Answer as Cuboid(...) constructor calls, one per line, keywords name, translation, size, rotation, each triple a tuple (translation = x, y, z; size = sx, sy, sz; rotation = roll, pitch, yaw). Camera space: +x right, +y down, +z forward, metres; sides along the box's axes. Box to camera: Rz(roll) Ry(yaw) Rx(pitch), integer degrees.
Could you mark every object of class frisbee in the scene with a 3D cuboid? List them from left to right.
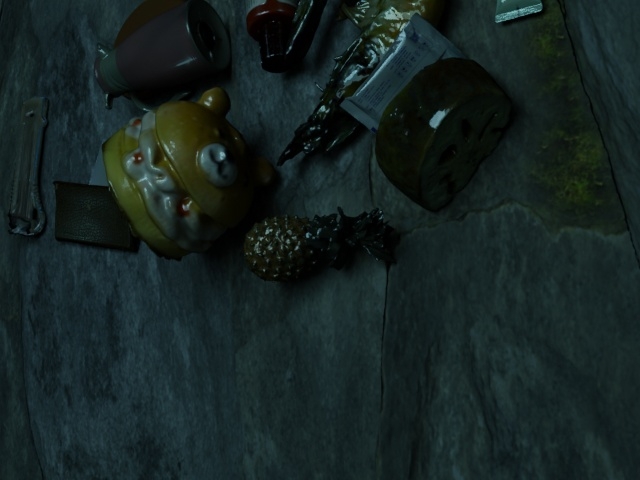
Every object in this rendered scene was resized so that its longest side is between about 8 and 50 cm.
Cuboid(name="frisbee", translation=(-0.363, -0.418, 1.856), size=(0.251, 0.021, 0.250), rotation=(-12, 69, 33))

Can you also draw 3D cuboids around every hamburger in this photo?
Cuboid(name="hamburger", translation=(-0.222, -0.122, 1.521), size=(0.237, 0.276, 0.276), rotation=(-28, 60, 13))

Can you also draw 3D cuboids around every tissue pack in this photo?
Cuboid(name="tissue pack", translation=(0.138, -0.254, 1.401), size=(0.123, 0.026, 0.193), rotation=(39, 104, -5))

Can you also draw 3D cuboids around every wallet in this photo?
Cuboid(name="wallet", translation=(-0.463, -0.052, 1.778), size=(0.243, 0.039, 0.132), rotation=(6, 102, 38))

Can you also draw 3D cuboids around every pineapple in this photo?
Cuboid(name="pineapple", translation=(0.000, 0.000, 1.406), size=(0.251, 0.125, 0.125), rotation=(-9, 70, 27))

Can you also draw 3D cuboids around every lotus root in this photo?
Cuboid(name="lotus root", translation=(0.181, -0.169, 1.330), size=(0.234, 0.138, 0.119), rotation=(-55, 43, 14))

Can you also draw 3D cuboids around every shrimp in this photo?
Cuboid(name="shrimp", translation=(0.030, -0.326, 1.488), size=(0.272, 0.085, 0.445), rotation=(38, 101, 27))

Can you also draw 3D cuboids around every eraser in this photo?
Cuboid(name="eraser", translation=(-0.436, -0.140, 1.813), size=(0.104, 0.023, 0.150), rotation=(9, 81, 37))

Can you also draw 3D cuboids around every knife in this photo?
Cuboid(name="knife", translation=(-0.658, -0.170, 1.971), size=(0.089, 0.043, 0.365), rotation=(-3, 67, 0))

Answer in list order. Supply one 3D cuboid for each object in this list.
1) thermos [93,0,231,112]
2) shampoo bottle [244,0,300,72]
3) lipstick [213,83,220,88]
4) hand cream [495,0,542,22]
Cuboid(name="thermos", translation=(-0.319, -0.354, 1.722), size=(0.265, 0.176, 0.146), rotation=(-17, 25, 26))
Cuboid(name="shampoo bottle", translation=(-0.090, -0.442, 1.616), size=(0.104, 0.104, 0.278), rotation=(-18, 65, 30))
Cuboid(name="lipstick", translation=(-0.207, -0.244, 1.681), size=(0.030, 0.030, 0.129), rotation=(-4, 72, 34))
Cuboid(name="hand cream", translation=(0.310, -0.448, 1.374), size=(0.078, 0.050, 0.204), rotation=(-7, 76, 31))
